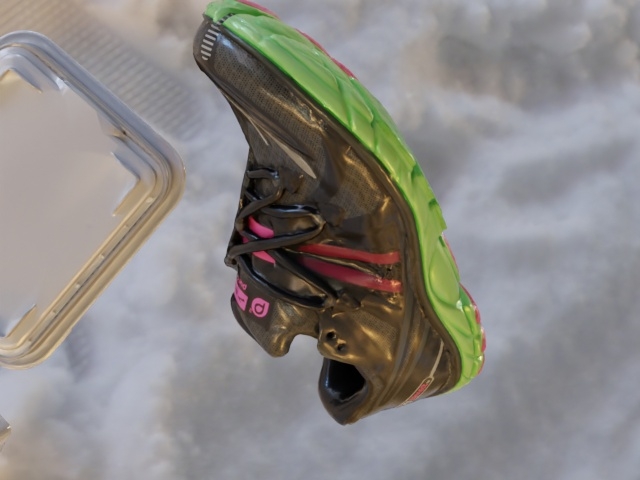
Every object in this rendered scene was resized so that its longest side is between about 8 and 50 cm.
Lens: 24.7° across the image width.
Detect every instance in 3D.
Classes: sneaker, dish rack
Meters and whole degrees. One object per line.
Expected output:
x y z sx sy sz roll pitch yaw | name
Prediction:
0.000 0.000 1.320 0.202 0.185 0.483 -31 125 -6 | sneaker
-0.350 -0.043 1.664 0.285 0.072 0.333 41 96 0 | dish rack

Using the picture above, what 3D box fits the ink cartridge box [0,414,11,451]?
-0.245 0.136 0.616 0.086 0.148 0.203 43 38 10 | ink cartridge box
